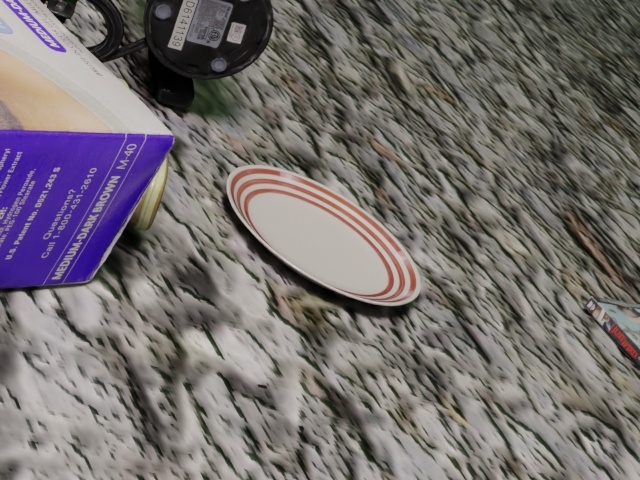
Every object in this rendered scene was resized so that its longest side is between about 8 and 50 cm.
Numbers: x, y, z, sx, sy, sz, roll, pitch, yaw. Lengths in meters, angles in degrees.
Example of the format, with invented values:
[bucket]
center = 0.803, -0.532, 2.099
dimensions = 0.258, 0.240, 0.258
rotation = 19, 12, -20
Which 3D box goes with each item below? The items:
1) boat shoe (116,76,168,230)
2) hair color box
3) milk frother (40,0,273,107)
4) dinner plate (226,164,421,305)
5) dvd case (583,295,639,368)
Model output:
[boat shoe]
center = -0.125, -0.055, 0.992
dimensions = 0.048, 0.056, 0.153
rotation = 10, 29, -25
[hair color box]
center = -0.248, -0.067, 0.784
dimensions = 0.185, 0.110, 0.339
rotation = 45, 27, 25
[milk frother]
center = -0.116, -0.173, 1.148
dimensions = 0.143, 0.129, 0.135
rotation = 29, 25, -25
[dinner plate]
center = 0.000, 0.000, 1.089
dimensions = 0.141, 0.017, 0.141
rotation = 27, 22, -12
[dvd case]
center = 0.253, 0.086, 1.251
dimensions = 0.087, 0.013, 0.119
rotation = 10, 30, -43
